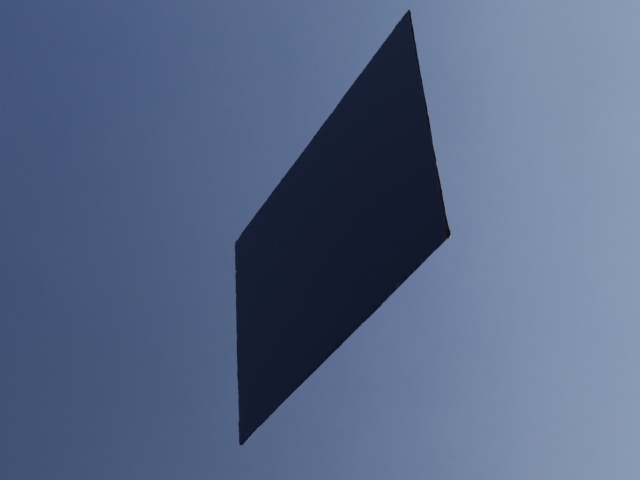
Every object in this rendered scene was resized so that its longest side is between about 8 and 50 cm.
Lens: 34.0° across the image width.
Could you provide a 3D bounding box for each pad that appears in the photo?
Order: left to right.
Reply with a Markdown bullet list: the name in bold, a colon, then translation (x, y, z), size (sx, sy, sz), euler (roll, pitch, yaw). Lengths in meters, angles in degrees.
- **pad**: translation (0.001, 0.000, 0.770), size (0.005, 0.300, 0.202), euler (14, -131, -24)
